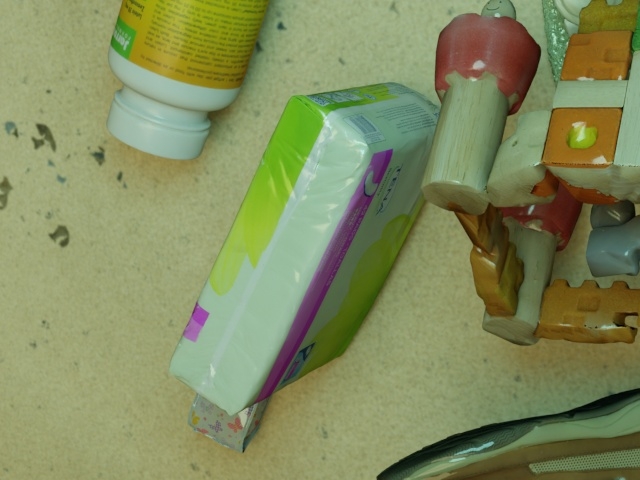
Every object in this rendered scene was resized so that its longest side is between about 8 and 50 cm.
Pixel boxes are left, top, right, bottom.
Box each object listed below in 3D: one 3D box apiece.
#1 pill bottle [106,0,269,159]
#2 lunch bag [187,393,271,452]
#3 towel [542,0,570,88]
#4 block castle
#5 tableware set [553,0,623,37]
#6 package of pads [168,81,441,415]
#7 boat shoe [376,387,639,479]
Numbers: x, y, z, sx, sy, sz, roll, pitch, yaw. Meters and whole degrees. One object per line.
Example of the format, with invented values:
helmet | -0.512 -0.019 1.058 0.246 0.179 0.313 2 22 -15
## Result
pill bottle | -0.129 -0.210 1.404 0.136 0.136 0.246 26 110 17
lunch bag | -0.096 0.174 1.517 0.071 0.053 0.083 24 100 15
towel | 0.252 -0.207 1.301 0.110 0.027 0.148 -5 99 25
block castle | 0.324 -0.060 1.153 0.453 0.303 0.213 2 59 24
tableware set | 0.293 -0.222 1.259 0.168 0.020 0.141 -41 92 7
package of pads | 0.000 0.000 1.342 0.101 0.229 0.296 34 113 17
boat shoe | 0.215 0.211 1.275 0.324 0.122 0.120 -13 85 -9
